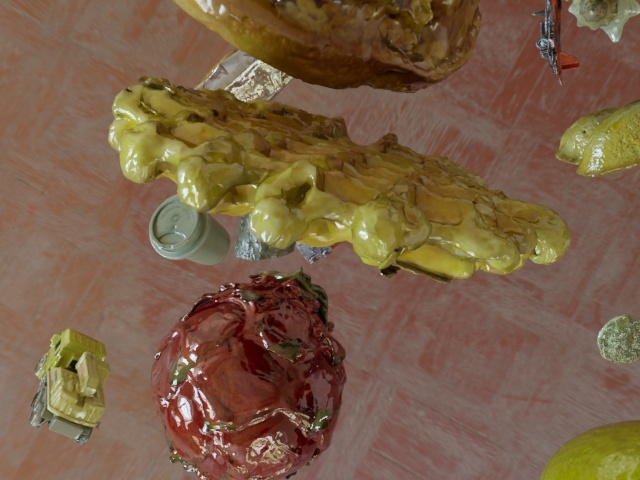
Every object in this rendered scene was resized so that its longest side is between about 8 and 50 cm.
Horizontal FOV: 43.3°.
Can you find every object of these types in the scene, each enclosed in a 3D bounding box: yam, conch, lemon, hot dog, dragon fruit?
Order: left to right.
[{"bbox_3d":[-0.161,-0.316,1.640,0.268,0.075,0.144,-34,130,13],"label":"hot dog"},{"bbox_3d":[-0.080,0.177,0.960,0.245,0.244,0.298,19,121,1],"label":"dragon fruit"},{"bbox_3d":[-0.077,-0.055,1.301,0.107,0.107,0.183,12,108,1],"label":"yam"},{"bbox_3d":[0.581,-0.469,1.604,0.234,0.114,0.137,-12,84,-40],"label":"conch"},{"bbox_3d":[0.295,0.249,0.710,0.184,0.248,0.184,3,77,-15],"label":"lemon"}]

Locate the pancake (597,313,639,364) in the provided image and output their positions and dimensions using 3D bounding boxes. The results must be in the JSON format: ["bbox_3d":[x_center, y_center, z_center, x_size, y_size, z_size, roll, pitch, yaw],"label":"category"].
[{"bbox_3d":[0.620,0.202,1.628,0.129,0.022,0.116,38,112,-23],"label":"pancake"}]

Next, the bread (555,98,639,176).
[{"bbox_3d":[0.366,-0.138,0.950,0.188,0.149,0.065,-24,106,-3],"label":"bread"}]

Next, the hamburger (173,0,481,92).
[{"bbox_3d":[-0.002,-0.255,0.609,0.290,0.170,0.314,-9,48,-39],"label":"hamburger"}]

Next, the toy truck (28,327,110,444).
[{"bbox_3d":[-0.503,0.285,1.655,0.124,0.272,0.157,31,101,-25],"label":"toy truck"}]

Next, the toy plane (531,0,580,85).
[{"bbox_3d":[0.414,-0.378,1.447,0.061,0.130,0.189,-17,78,22],"label":"toy plane"}]

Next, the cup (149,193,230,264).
[{"bbox_3d":[-0.224,-0.009,1.430,0.120,0.141,0.119,-9,67,21],"label":"cup"}]

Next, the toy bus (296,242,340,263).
[{"bbox_3d":[0.000,0.000,1.775,0.077,0.192,0.065,-40,93,-21],"label":"toy bus"}]

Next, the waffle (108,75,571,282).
[{"bbox_3d":[0.000,-0.046,0.535,0.307,0.312,0.060,30,107,43],"label":"waffle"}]
